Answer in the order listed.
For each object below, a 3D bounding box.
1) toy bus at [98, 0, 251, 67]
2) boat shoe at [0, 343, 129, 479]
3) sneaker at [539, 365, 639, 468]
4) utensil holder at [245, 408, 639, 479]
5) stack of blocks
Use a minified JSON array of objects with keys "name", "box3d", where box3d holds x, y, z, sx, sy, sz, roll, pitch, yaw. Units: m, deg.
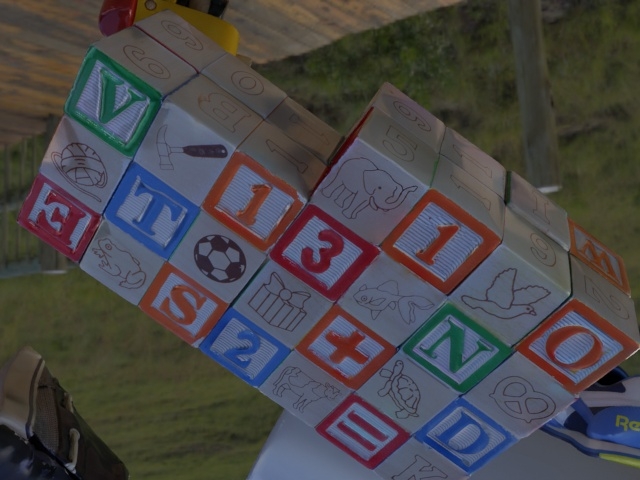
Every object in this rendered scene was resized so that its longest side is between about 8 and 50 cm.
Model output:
[{"name":"toy bus","box3d":[-0.108,-0.134,0.531,0.105,0.191,0.202,14,122,-15]},{"name":"boat shoe","box3d":[-0.305,0.225,0.768,0.158,0.127,0.340,42,172,-18]},{"name":"sneaker","box3d":[0.183,0.110,0.476,0.053,0.059,0.144,13,176,-11]},{"name":"utensil holder","box3d":[0.139,0.293,0.770,0.386,0.327,0.327,28,178,12]},{"name":"stack of blocks","box3d":[0.000,0.000,0.398,0.171,0.297,0.087,-52,-175,32]}]
